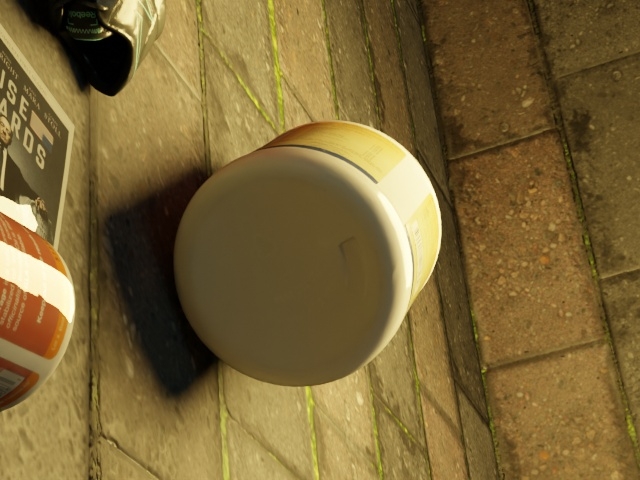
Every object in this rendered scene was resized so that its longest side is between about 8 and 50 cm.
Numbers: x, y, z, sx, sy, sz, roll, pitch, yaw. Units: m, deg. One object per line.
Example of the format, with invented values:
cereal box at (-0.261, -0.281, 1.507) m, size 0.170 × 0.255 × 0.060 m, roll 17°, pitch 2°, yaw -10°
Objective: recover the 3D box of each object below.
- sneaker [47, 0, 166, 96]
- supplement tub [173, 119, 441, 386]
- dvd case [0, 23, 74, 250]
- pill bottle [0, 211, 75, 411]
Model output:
sneaker at (-0.188, -0.238, 1.192) m, size 0.267 × 0.101 × 0.106 m, roll 77°, pitch 20°, yaw -52°
supplement tub at (0.000, 0.000, 1.418) m, size 0.316 × 0.228 × 0.228 m, roll -43°, pitch 115°, yaw -73°
dvd case at (-0.241, -0.059, 1.008) m, size 0.179 × 0.029 × 0.239 m, roll 59°, pitch 21°, yaw -44°
pill bottle at (-0.236, 0.017, 0.768) m, size 0.216 × 0.121 × 0.121 m, roll 43°, pitch 33°, yaw -62°
